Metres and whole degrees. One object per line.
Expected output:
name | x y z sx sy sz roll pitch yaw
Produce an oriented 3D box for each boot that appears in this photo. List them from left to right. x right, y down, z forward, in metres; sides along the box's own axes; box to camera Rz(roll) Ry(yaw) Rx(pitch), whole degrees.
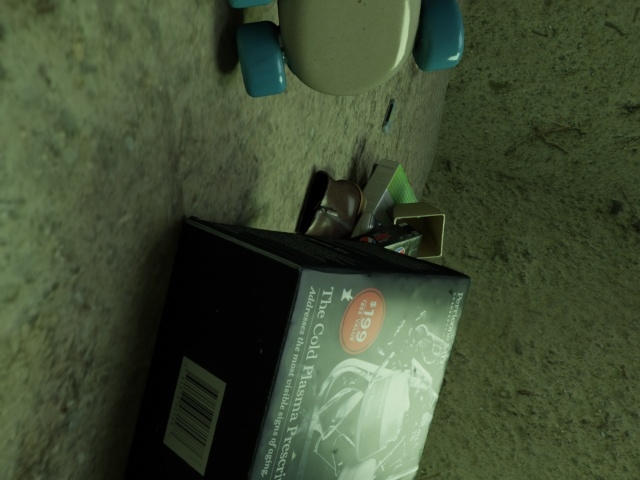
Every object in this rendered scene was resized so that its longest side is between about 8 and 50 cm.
boot | 0.000 0.000 1.146 0.207 0.090 0.248 14 96 -64
boot | 0.129 -0.007 1.238 0.190 0.086 0.069 49 54 -75

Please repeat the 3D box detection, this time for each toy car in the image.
toy car | 0.014 -0.292 0.609 0.210 0.219 0.237 85 -5 -60

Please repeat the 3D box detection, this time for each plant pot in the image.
plant pot | 0.207 -0.031 1.362 0.096 0.109 0.109 -101 -172 -58

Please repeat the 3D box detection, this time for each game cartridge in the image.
game cartridge | 0.185 -0.332 1.643 0.056 0.017 0.083 64 43 -78

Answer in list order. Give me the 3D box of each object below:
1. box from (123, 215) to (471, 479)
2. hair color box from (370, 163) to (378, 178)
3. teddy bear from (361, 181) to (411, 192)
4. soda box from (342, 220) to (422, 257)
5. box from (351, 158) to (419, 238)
box | -0.017 0.171 0.696 0.313 0.179 0.343 6 101 -50
hair color box | 0.171 -0.148 1.728 0.167 0.053 0.093 33 74 -76
teddy bear | 0.116 -0.018 1.554 0.245 0.113 0.337 -1 108 -59
soda box | 0.107 0.018 1.147 0.169 0.053 0.060 -16 131 -30
box | 0.122 0.004 1.420 0.322 0.059 0.232 -59 147 -15
